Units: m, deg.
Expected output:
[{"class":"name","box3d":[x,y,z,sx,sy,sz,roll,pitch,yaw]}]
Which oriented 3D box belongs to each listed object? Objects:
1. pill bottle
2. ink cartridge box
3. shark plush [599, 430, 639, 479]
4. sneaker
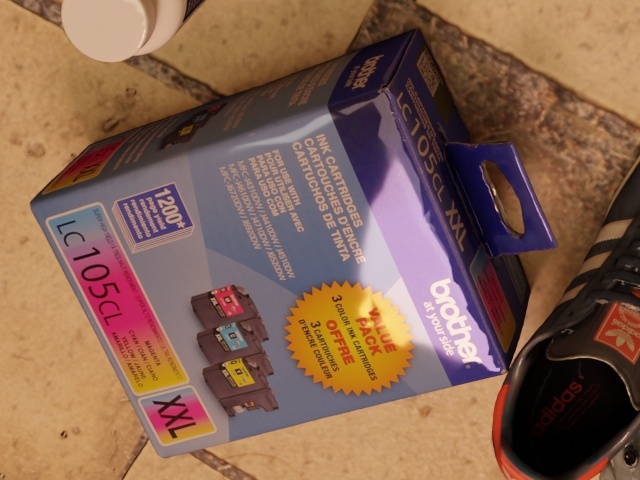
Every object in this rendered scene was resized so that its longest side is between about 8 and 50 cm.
[{"class":"pill bottle","box3d":[-0.142,-0.202,1.379,0.094,0.169,0.094,6,118,12]},{"class":"ink cartridge box","box3d":[0.000,0.000,1.459,0.396,0.151,0.270,-18,110,21]},{"class":"shark plush","box3d":[0.278,0.179,1.516,0.073,0.067,0.161,5,118,13]},{"class":"sneaker","box3d":[0.248,0.054,1.362,0.131,0.148,0.350,29,96,11]}]
